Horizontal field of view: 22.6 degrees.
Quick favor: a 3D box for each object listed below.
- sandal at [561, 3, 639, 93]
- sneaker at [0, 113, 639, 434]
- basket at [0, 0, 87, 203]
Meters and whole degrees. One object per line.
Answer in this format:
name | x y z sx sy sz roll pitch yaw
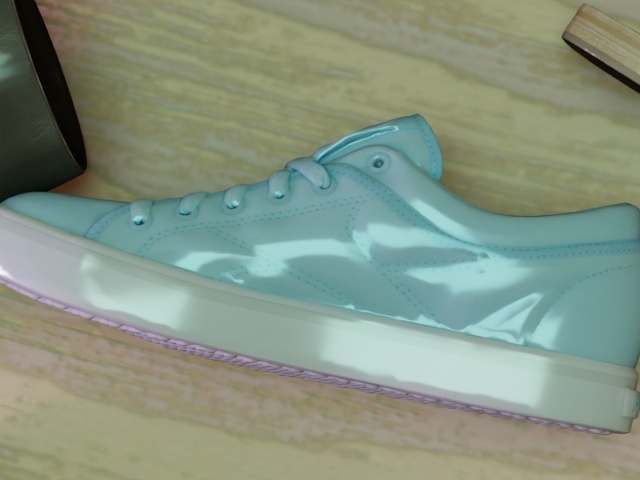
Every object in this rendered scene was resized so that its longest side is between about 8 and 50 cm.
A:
sandal | 0.249 -0.078 0.851 0.240 0.088 0.079 35 97 13
sneaker | 0.000 0.000 0.868 0.365 0.135 0.150 12 82 -1
basket | -0.258 -0.062 0.885 0.226 0.154 0.204 -20 127 0
